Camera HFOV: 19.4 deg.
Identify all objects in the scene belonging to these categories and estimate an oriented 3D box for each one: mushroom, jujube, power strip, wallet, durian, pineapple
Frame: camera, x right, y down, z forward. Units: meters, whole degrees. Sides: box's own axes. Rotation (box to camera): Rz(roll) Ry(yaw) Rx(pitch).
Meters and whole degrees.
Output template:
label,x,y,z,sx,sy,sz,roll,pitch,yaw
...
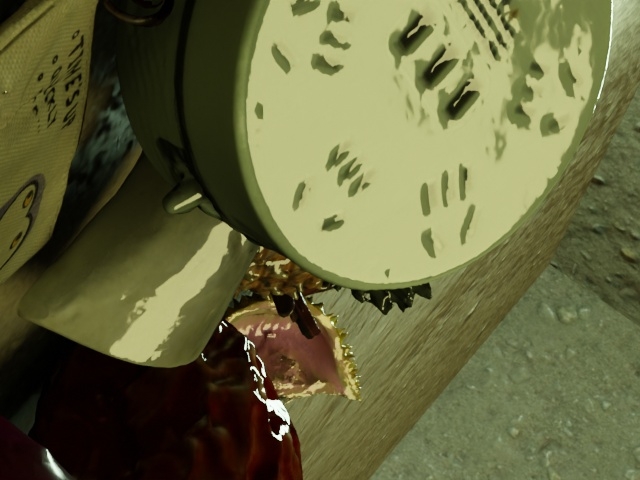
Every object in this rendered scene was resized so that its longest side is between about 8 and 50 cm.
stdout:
label,x,y,z,sx,sy,sz,roll,pitch,yaw
mushroom,-0.077,-0.091,1.441,0.397,0.126,0.177,-63,155,1
jujube,-0.146,0.241,1.613,0.276,0.277,0.376,109,-5,-51
power strip,0.030,-0.134,1.316,0.358,0.161,0.357,-17,119,-32
wallet,-0.225,-0.028,1.219,0.275,0.068,0.335,-45,167,-36
durian,-0.056,0.127,2.079,0.182,0.132,0.165,-14,149,1
pineapple,0.000,0.000,1.681,0.279,0.158,0.157,23,107,-37

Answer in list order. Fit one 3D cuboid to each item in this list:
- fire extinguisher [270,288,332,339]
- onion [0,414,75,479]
label,x,y,z,sx,sy,sz,roll,pitch,yaw
fire extinguisher,-0.004,0.025,1.999,0.106,0.147,0.337,-29,175,17
onion,-0.303,0.311,1.196,0.420,0.398,0.398,-8,137,-39
